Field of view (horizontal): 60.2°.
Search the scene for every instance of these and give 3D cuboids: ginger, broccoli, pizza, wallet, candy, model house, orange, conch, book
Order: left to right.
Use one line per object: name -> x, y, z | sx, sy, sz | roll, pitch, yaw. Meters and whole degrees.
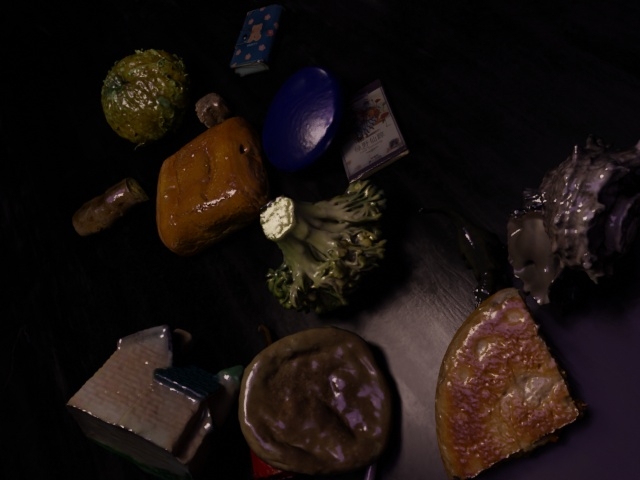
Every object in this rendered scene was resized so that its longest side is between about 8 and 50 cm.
ginger -> -0.645, -0.092, 1.676 | 0.263, 0.116, 0.109 | -28, 97, 16
orange -> -0.530, -0.438, 1.678 | 0.301, 0.223, 0.300 | 2, 76, 34
model house -> -0.330, 0.343, 1.209 | 0.298, 0.243, 0.284 | 21, 54, 13
candy -> -0.313, -0.375, 1.596 | 0.095, 0.085, 0.110 | -38, 42, 4
wallet -> -0.185, -0.580, 1.608 | 0.141, 0.059, 0.202 | 2, 71, 37
broccoli -> 0.000, 0.000, 1.101 | 0.248, 0.246, 0.288 | -7, 67, 39
book -> 0.104, -0.256, 1.288 | 0.157, 0.026, 0.231 | -28, 57, 21
pizza -> 0.300, 0.246, 0.885 | 0.226, 0.086, 0.335 | 15, 89, 26
conch -> 0.397, -0.016, 0.840 | 0.186, 0.313, 0.240 | 27, 44, 6

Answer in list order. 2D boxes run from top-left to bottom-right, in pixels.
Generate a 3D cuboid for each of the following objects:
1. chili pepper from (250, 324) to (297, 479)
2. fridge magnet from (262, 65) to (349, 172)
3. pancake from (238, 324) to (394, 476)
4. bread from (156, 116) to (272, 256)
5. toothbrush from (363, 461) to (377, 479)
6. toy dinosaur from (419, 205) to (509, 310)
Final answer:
chili pepper -> -0.087, 0.295, 1.106 | 0.135, 0.131, 0.338 | -18, 58, 16
fridge magnet -> -0.040, -0.288, 1.329 | 0.265, 0.113, 0.265 | -18, 63, 41
pancake -> -0.008, 0.288, 1.013 | 0.295, 0.049, 0.294 | 1, 63, -2
bread -> -0.296, -0.155, 1.436 | 0.337, 0.148, 0.328 | -24, 58, 23
toothbrush -> 0.071, 0.517, 0.965 | 0.030, 0.025, 0.307 | 5, 73, 27
toy dinosaur -> 0.267, 0.023, 0.954 | 0.087, 0.179, 0.187 | -29, 58, 22
